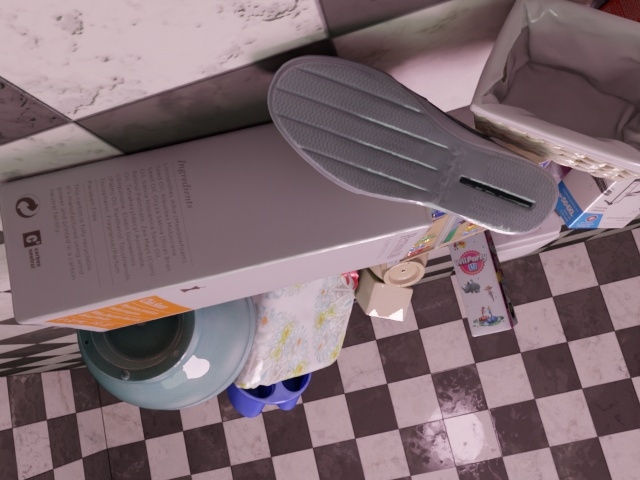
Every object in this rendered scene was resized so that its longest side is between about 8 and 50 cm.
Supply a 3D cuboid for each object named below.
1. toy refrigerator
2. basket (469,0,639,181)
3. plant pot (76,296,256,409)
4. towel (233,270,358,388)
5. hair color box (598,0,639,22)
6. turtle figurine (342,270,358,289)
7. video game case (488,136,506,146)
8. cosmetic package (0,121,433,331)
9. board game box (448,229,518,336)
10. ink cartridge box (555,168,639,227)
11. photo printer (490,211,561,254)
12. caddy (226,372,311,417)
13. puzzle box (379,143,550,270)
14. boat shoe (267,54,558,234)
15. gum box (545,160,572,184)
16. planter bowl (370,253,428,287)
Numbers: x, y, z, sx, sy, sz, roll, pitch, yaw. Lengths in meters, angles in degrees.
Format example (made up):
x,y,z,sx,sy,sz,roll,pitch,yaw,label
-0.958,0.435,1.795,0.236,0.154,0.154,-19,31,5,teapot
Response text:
x,y,z,sx,sy,sz,roll,pitch,yaw,label
0.143,0.107,1.420,0.102,0.094,0.269,12,-168,-12,toy refrigerator
0.234,-0.131,0.499,0.167,0.113,0.103,24,-179,14,basket
-0.262,0.133,0.876,0.293,0.293,0.196,-13,170,-1,plant pot
-0.037,0.163,1.273,0.090,0.321,0.374,16,-175,31,towel
0.309,-0.212,0.540,0.072,0.043,0.141,-10,169,-19,hair color box
0.000,0.000,0.908,0.175,0.118,0.234,45,157,-26,turtle figurine
0.184,-0.117,0.904,0.190,0.022,0.173,-12,168,-11,video game case
-0.114,-0.016,0.691,0.453,0.162,0.230,-14,169,-2,cosmetic package
0.407,0.080,1.389,0.097,0.304,0.224,-18,168,20,board game box
0.535,-0.115,0.964,0.148,0.086,0.203,-1,144,-21,ink cartridge box
0.563,0.000,1.681,0.256,0.107,0.307,-14,168,1,photo printer
-0.169,0.348,1.613,0.241,0.341,0.179,-6,136,-24,caddy
0.233,-0.050,1.011,0.272,0.052,0.409,-22,166,0,puzzle box
0.087,-0.088,0.540,0.302,0.109,0.094,24,-164,-13,boat shoe
0.509,-0.129,1.117,0.107,0.062,0.188,-13,168,-3,gum box
0.182,0.040,1.272,0.162,0.109,0.162,-6,140,-5,planter bowl
